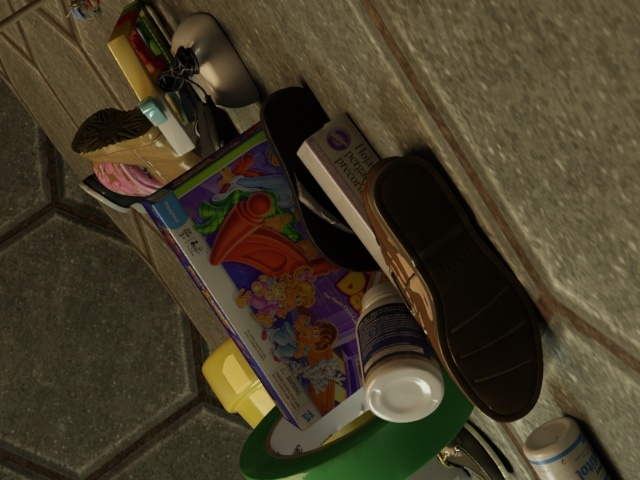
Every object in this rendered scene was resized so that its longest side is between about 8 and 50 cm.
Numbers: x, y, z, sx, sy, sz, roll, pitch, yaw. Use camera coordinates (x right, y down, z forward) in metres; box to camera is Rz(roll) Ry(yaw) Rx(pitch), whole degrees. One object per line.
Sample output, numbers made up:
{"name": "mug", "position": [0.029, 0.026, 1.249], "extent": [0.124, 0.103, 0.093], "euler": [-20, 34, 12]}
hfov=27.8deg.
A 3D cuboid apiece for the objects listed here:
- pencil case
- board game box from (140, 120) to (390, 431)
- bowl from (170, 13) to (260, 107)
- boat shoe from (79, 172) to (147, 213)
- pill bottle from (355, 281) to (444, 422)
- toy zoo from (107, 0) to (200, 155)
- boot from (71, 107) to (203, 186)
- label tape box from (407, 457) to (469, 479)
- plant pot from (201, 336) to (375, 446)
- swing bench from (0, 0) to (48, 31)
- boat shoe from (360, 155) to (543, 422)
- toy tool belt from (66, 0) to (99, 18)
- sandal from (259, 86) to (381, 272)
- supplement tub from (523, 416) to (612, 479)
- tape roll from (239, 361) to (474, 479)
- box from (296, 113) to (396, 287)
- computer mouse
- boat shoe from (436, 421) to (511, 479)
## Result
{"name": "pencil case", "position": [-0.315, -0.159, 2.320], "extent": [0.386, 0.167, 0.160], "euler": [-172, 91, -72]}
{"name": "board game box", "position": [-0.031, 0.030, 1.630], "extent": [0.347, 0.233, 0.078], "euler": [57, 167, -14]}
{"name": "bowl", "position": [-0.152, -0.238, 1.775], "extent": [0.142, 0.053, 0.142], "euler": [57, 167, -18]}
{"name": "boat shoe", "position": [-0.396, -0.119, 2.623], "extent": [0.114, 0.091, 0.302], "euler": [36, -173, 5]}
{"name": "pill bottle", "position": [0.091, 0.127, 1.544], "extent": [0.169, 0.094, 0.094], "euler": [-97, -15, -53]}
{"name": "toy zoo", "position": [-0.241, -0.238, 1.899], "extent": [0.192, 0.030, 0.293], "euler": [59, -172, -20]}
{"name": "boot", "position": [-0.244, -0.100, 2.084], "extent": [0.236, 0.089, 0.269], "euler": [3, 149, 46]}
{"name": "label tape box", "position": [0.091, 0.321, 2.203], "extent": [0.347, 0.115, 0.249], "euler": [49, 166, 14]}
{"name": "plant pot", "position": [-0.016, 0.233, 1.994], "extent": [0.239, 0.254, 0.254], "euler": [57, 168, 12]}
{"name": "swing bench", "position": [-0.478, -0.466, 1.894], "extent": [0.165, 0.253, 0.254], "euler": [38, 160, 49]}
{"name": "boat shoe", "position": [0.142, 0.047, 1.382], "extent": [0.307, 0.111, 0.104], "euler": [65, 170, -5]}
{"name": "toy tool belt", "position": [-0.422, -0.410, 2.281], "extent": [0.052, 0.051, 0.083], "euler": [58, 166, -16]}
{"name": "sandal", "position": [0.007, -0.065, 1.554], "extent": [0.254, 0.097, 0.054], "euler": [57, 166, -12]}
{"name": "supplement tub", "position": [0.285, 0.261, 1.468], "extent": [0.107, 0.071, 0.071], "euler": [56, 167, -13]}
{"name": "tape roll", "position": [0.047, 0.236, 1.679], "extent": [0.077, 0.321, 0.321], "euler": [57, 167, -14]}
{"name": "box", "position": [0.095, 0.003, 1.496], "extent": [0.324, 0.063, 0.067], "euler": [53, 166, 3]}
{"name": "computer mouse", "position": [-0.153, -0.134, 1.762], "extent": [0.262, 0.060, 0.184], "euler": [60, 167, -10]}
{"name": "boat shoe", "position": [0.186, 0.291, 1.889], "extent": [0.228, 0.069, 0.081], "euler": [43, 163, 40]}
